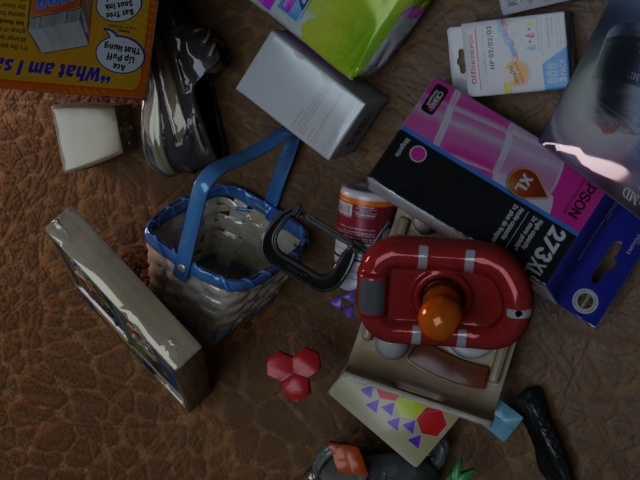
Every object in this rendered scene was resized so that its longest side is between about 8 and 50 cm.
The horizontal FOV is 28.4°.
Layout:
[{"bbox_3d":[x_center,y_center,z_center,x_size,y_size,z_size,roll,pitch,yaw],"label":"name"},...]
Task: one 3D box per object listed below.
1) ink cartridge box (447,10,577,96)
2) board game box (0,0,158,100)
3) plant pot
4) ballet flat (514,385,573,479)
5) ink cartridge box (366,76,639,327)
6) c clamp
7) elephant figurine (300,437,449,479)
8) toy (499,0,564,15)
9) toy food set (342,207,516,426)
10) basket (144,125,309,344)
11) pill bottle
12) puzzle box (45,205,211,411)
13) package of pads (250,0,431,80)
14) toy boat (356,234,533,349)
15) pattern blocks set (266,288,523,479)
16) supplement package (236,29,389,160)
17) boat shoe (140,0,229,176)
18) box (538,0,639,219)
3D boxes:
[{"bbox_3d":[0.257,-0.253,1.739,0.181,0.061,0.104,-3,98,24],"label":"ink cartridge box"},{"bbox_3d":[-0.443,-0.415,1.766,0.356,0.357,0.356,33,117,58],"label":"board game box"},{"bbox_3d":[-0.350,-0.170,1.992,0.096,0.109,0.109,-9,96,12],"label":"plant pot"},{"bbox_3d":[0.333,0.292,1.819,0.057,0.049,0.173,-13,102,58],"label":"ballet flat"},{"bbox_3d":[0.263,-0.054,1.720,0.371,0.069,0.175,33,81,7],"label":"ink cartridge box"},{"bbox_3d":[0.000,0.000,1.785,0.161,0.022,0.137,26,95,-19],"label":"c clamp"},{"bbox_3d":[0.043,0.369,1.888,0.239,0.186,0.169,20,138,16],"label":"elephant figurine"},{"bbox_3d":[0.343,-0.394,1.681,0.237,0.056,0.136,-9,100,29],"label":"toy"},{"bbox_3d":[0.179,0.079,1.759,0.220,0.092,0.306,18,87,7],"label":"toy food set"},{"bbox_3d":[-0.135,-0.013,1.845,0.201,0.255,0.289,34,122,17],"label":"basket"},{"bbox_3d":[0.065,-0.004,1.852,0.086,0.086,0.152,11,106,21],"label":"pill bottle"},{"bbox_3d":[-0.276,0.114,1.871,0.052,0.409,0.272,-42,80,-13],"label":"puzzle box"},{"bbox_3d":[0.061,-0.398,1.773,0.229,0.101,0.296,40,112,12],"label":"package of pads"},{"bbox_3d":[0.159,0.082,1.629,0.231,0.151,0.151,3,113,4],"label":"toy boat"},{"bbox_3d":[0.113,0.215,1.817,0.285,0.026,0.325,-42,84,2],"label":"pattern blocks set"},{"bbox_3d":[-0.011,-0.214,1.835,0.179,0.105,0.105,39,113,11],"label":"supplement package"},{"bbox_3d":[-0.202,-0.273,1.907,0.130,0.132,0.355,0,109,13],"label":"boat shoe"},{"bbox_3d":[0.464,-0.167,1.530,0.296,0.183,0.294,48,121,50],"label":"box"}]
